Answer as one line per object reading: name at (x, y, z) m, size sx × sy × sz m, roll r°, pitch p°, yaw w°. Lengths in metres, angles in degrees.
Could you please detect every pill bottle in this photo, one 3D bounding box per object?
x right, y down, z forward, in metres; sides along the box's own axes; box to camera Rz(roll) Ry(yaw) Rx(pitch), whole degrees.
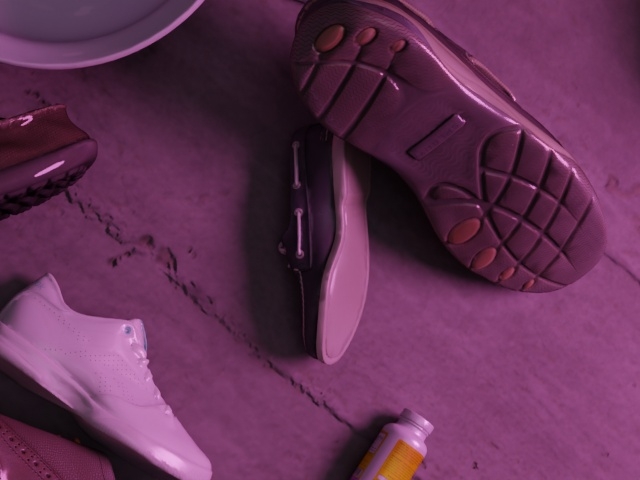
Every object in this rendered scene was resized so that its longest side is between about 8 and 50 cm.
pill bottle at (0.062, 0.185, 0.934) m, size 0.043 × 0.043 × 0.083 m, roll 37°, pitch 78°, yaw -10°

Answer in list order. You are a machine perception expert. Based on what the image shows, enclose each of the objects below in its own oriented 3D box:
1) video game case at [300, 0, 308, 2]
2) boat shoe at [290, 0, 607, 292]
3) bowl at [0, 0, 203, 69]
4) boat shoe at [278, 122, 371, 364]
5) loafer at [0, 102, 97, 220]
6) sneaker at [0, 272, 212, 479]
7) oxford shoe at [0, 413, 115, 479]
video game case at (-0.048, -0.322, 0.955) m, size 0.183 × 0.023 × 0.201 m, roll 17°, pitch 81°, yaw -14°
boat shoe at (0.119, -0.094, 0.916) m, size 0.132 × 0.130 × 0.355 m, roll -32°, pitch 124°, yaw 24°
bowl at (-0.198, -0.276, 0.836) m, size 0.297 × 0.134 × 0.298 m, roll 0°, pitch 95°, yaw -4°
boat shoe at (0.000, 0.000, 0.935) m, size 0.064 × 0.075 × 0.206 m, roll 4°, pitch 90°, yaw 28°
loafer at (-0.347, -0.065, 0.792) m, size 0.365 × 0.134 × 0.130 m, roll -10°, pitch 87°, yaw -16°
sneaker at (-0.157, 0.109, 0.868) m, size 0.212 × 0.080 × 0.094 m, roll 40°, pitch 65°, yaw -8°
oxford shoe at (-0.246, 0.185, 0.830) m, size 0.364 × 0.130 × 0.133 m, roll 48°, pitch 43°, yaw -1°
